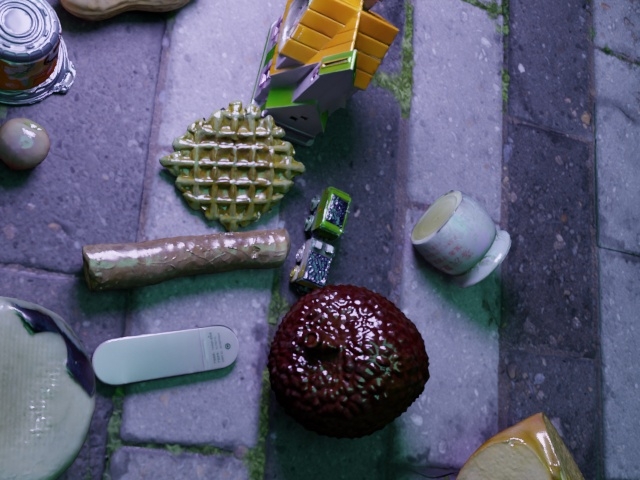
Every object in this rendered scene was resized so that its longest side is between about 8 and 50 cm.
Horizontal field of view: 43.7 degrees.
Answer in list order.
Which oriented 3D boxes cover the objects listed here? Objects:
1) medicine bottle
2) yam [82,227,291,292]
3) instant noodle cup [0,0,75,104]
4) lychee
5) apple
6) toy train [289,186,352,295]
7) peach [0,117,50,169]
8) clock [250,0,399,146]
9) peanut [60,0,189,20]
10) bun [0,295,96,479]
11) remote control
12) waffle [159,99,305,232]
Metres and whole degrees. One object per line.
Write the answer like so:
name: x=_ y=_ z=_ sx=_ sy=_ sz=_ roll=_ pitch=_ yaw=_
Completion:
medicine bottle: x=0.267 y=-0.001 z=1.523 sx=0.143 sy=0.147 sz=0.147 roll=42 pitch=63 yaw=-14
yam: x=-0.213 y=0.029 z=1.321 sx=0.356 sy=0.081 sz=0.081 roll=-6 pitch=80 yaw=-26
instant noodle cup: x=-0.479 y=-0.317 z=1.247 sx=0.208 sy=0.125 sz=0.178 roll=6 pitch=74 yaw=-25
lychee: x=0.045 y=0.201 z=1.316 sx=0.260 sy=0.260 sz=0.261 roll=6 pitch=75 yaw=-25
apple: x=0.387 y=0.485 z=1.410 sx=0.314 sy=0.252 sz=0.309 roll=-18 pitch=70 yaw=-25
toy train: x=0.000 y=0.000 z=1.429 sx=0.060 sy=0.081 sz=0.202 roll=23 pitch=69 yaw=-20
peach: x=-0.464 y=-0.149 z=1.241 sx=0.083 sy=0.083 sz=0.083 roll=6 pitch=75 yaw=-25
clock: x=0.004 y=-0.336 z=1.384 sx=0.166 sy=0.309 sz=0.235 roll=20 pitch=69 yaw=-22
peanut: x=-0.320 y=-0.450 z=1.373 sx=0.274 sy=0.111 sz=0.125 roll=-17 pitch=70 yaw=-32
bun: x=-0.460 y=0.221 z=1.108 sx=0.283 sy=0.179 sz=0.283 roll=21 pitch=60 yaw=-42
remote control: x=-0.248 y=0.186 z=1.296 sx=0.244 sy=0.022 sz=0.077 roll=-6 pitch=82 yaw=-28
waffle: x=-0.149 y=-0.131 z=1.390 sx=0.214 sy=0.054 sz=0.208 roll=-45 pitch=100 yaw=-11
